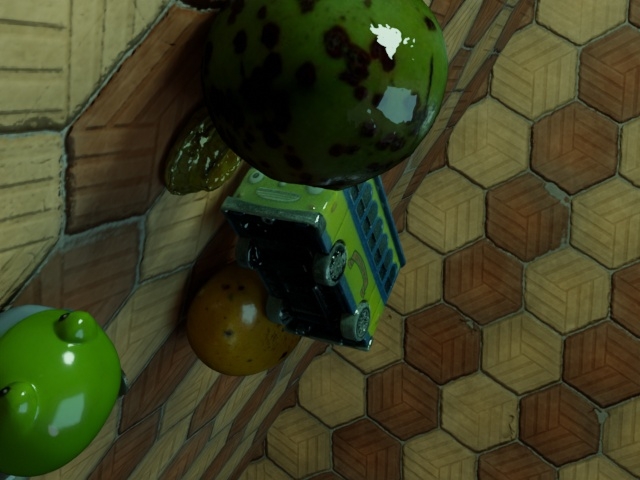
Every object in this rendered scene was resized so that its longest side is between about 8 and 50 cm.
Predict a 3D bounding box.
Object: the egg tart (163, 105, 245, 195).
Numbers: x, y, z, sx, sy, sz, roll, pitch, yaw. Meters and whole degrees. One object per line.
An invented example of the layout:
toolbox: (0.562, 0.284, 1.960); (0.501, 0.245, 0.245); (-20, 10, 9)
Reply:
egg tart: (-0.121, -0.099, 0.952); (0.130, 0.052, 0.130); (-51, 165, -19)

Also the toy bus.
toy bus: (0.000, 0.000, 1.172); (0.190, 0.152, 0.312); (-64, 151, -28)

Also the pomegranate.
pomegranate: (0.025, -0.194, 0.828); (0.306, 0.242, 0.242); (-58, 169, -3)

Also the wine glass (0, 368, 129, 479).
wine glass: (-0.334, 0.231, 0.966); (0.262, 0.074, 0.074); (-44, 164, -41)

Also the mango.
mango: (-0.119, 0.119, 1.331); (0.191, 0.160, 0.290); (-47, 164, -2)

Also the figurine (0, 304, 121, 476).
figurine: (-0.277, 0.153, 0.827); (0.162, 0.143, 0.263); (-52, 180, -34)
